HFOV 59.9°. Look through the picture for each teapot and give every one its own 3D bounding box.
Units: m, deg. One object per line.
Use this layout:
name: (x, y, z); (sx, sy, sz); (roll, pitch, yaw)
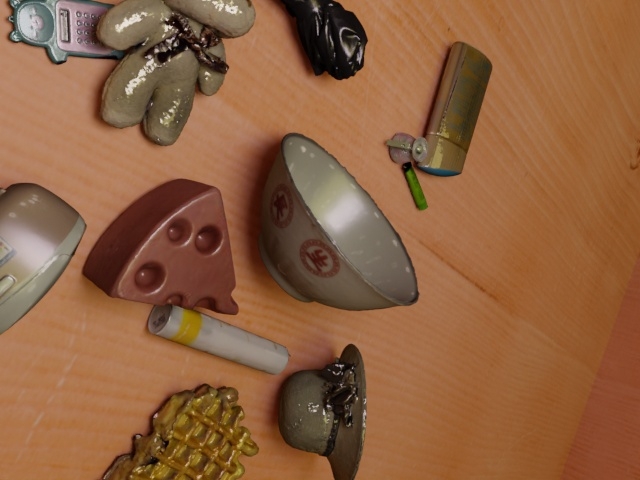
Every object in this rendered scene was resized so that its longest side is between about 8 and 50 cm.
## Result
teapot: (0.175, -0.189, 1.131); (0.083, 0.064, 0.064); (9, 93, -43)

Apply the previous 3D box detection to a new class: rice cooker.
rice cooker: (-0.370, 0.024, 0.636); (0.206, 0.145, 0.127); (-45, 114, -21)

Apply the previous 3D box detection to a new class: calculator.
calculator: (-0.314, -0.268, 0.697); (0.141, 0.019, 0.094); (-10, 109, -41)

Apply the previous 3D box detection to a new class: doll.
doll: (-0.184, -0.261, 0.745); (0.278, 0.149, 0.175); (-66, 173, 8)

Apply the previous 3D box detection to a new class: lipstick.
lipstick: (-0.159, 0.165, 0.919); (0.264, 0.059, 0.059); (33, 78, -42)

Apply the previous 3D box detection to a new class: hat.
hat: (-0.010, 0.315, 1.024); (0.130, 0.257, 0.257); (8, 96, -12)

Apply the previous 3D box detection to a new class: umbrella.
umbrella: (-0.033, -0.401, 0.868); (0.118, 0.118, 0.340); (-51, 125, -21)

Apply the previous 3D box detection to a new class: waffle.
waffle: (-0.235, 0.369, 0.899); (0.310, 0.065, 0.283); (-8, 108, -44)

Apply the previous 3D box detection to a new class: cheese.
cheese: (-0.231, 0.031, 0.782); (0.177, 0.128, 0.202); (-21, 118, -35)

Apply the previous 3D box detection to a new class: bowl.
bowl: (0.000, 0.000, 0.920); (0.158, 0.337, 0.337); (-37, 135, 20)

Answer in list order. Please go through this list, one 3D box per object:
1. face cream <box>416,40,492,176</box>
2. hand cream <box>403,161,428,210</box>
face cream: (0.295, -0.273, 1.217); (0.139, 0.067, 0.285); (19, 87, -42)
hand cream: (0.205, -0.119, 1.203); (0.036, 0.023, 0.122); (-59, 134, -42)
